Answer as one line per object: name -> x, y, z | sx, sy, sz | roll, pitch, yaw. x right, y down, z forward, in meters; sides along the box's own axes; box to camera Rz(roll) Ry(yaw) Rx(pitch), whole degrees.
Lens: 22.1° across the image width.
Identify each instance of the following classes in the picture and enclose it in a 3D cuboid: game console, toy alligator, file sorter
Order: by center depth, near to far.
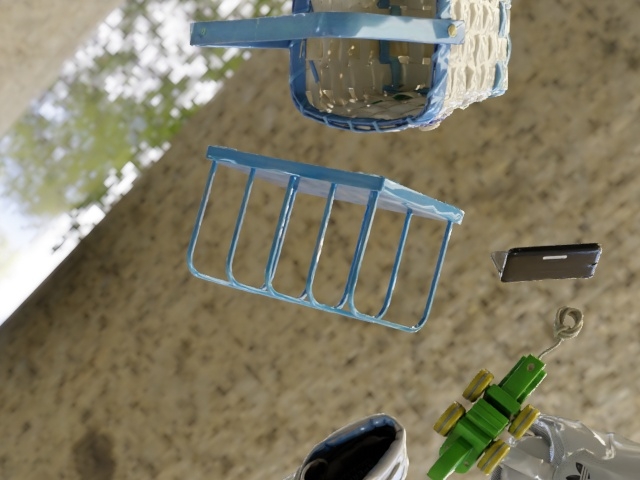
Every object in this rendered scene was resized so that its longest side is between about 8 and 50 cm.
file sorter -> 0.000, 0.000, 1.264 | 0.118, 0.170, 0.104 | 18, -95, -53
toy alligator -> 0.142, 0.127, 1.277 | 0.056, 0.051, 0.189 | 39, -117, 11
game console -> 0.289, 0.013, 2.107 | 0.122, 0.107, 0.071 | -4, -122, -6

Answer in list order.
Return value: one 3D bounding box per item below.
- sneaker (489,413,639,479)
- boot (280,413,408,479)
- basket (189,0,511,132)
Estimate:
sneaker -> 0.261, 0.246, 1.491 | 0.366, 0.210, 0.137 | 65, -139, -70
boot -> -0.024, 0.258, 1.610 | 0.258, 0.123, 0.095 | -36, -111, -15
basket -> 0.045, -0.212, 1.683 | 0.289, 0.255, 0.201 | 2, -86, -38
